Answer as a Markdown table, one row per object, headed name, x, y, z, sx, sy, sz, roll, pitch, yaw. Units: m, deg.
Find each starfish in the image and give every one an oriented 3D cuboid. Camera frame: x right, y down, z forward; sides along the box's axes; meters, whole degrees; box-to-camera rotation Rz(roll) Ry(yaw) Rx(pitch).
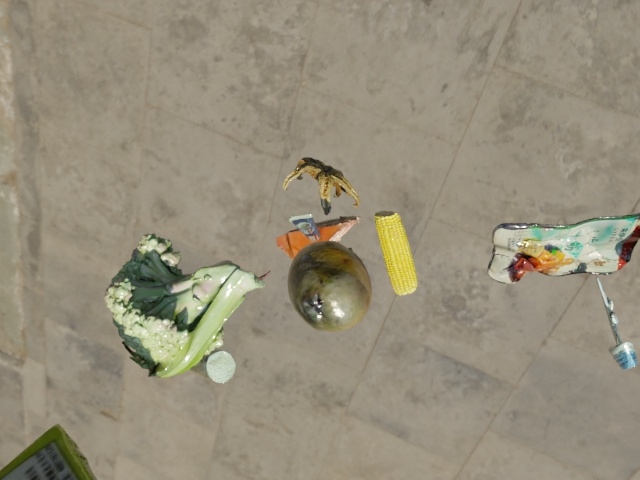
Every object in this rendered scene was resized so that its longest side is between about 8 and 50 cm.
| name | x | y | z | sx | sy | sz | roll | pitch | yaw |
| --- | --- | --- | --- | --- | --- | --- | --- | --- | --- |
| starfish | 0.012 | -0.128 | 1.503 | 0.190 | 0.146 | 0.074 | 26 | 120 | -5 |

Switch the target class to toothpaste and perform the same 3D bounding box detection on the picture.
| name | x | y | z | sx | sy | sz | roll | pitch | yaw |
| --- | --- | --- | --- | --- | --- | --- | --- | --- | --- |
| toothpaste | -0.020 | -0.020 | 1.014 | 0.037 | 0.140 | 0.021 | -9 | 75 | 7 |

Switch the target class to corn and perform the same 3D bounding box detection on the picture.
| name | x | y | z | sx | sy | sz | roll | pitch | yaw |
| --- | --- | --- | --- | --- | --- | --- | --- | --- | --- |
| corn | 0.215 | 0.034 | 1.781 | 0.081 | 0.081 | 0.248 | -9 | 105 | 28 |

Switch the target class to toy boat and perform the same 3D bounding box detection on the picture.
| name | x | y | z | sx | sy | sz | roll | pitch | yaw |
| --- | --- | --- | --- | --- | --- | --- | --- | --- | --- |
| toy boat | 0.451 | 0.136 | 0.984 | 0.034 | 0.149 | 0.105 | -22 | 141 | 11 |

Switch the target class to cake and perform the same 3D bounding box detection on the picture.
| name | x | y | z | sx | sy | sz | roll | pitch | yaw |
| --- | --- | --- | --- | --- | --- | --- | --- | --- | --- |
| cake | 0.004 | -0.001 | 1.825 | 0.287 | 0.098 | 0.135 | -22 | 81 | 38 |

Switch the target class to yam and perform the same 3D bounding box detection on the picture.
| name | x | y | z | sx | sy | sz | roll | pitch | yaw |
| --- | --- | --- | --- | --- | --- | --- | --- | --- | --- |
| yam | -0.244 | 0.268 | 1.389 | 0.068 | 0.068 | 0.169 | 54 | 154 | -16 |

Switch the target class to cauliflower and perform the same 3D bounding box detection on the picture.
| name | x | y | z | sx | sy | sz | roll | pitch | yaw |
| --- | --- | --- | --- | --- | --- | --- | --- | --- | --- |
| cauliflower | -0.229 | 0.108 | 1.118 | 0.315 | 0.239 | 0.256 | -28 | 127 | 4 |

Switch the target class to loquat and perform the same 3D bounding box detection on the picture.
| name | x | y | z | sx | sy | sz | roll | pitch | yaw |
| --- | --- | --- | --- | --- | --- | --- | --- | --- | --- |
| loquat | 0.021 | 0.098 | 1.328 | 0.179 | 0.227 | 0.179 | -5 | 125 | -7 |

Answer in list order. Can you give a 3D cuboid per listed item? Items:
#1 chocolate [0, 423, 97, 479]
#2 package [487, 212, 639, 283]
| name | x | y | z | sx | sy | sz | roll | pitch | yaw |
| --- | --- | --- | --- | --- | --- | --- | --- | --- | --- |
| chocolate | -0.331 | 0.459 | 0.874 | 0.301 | 0.137 | 0.289 | 24 | 131 | 49 |
| package | 0.375 | 0.017 | 0.981 | 0.232 | 0.040 | 0.166 | -2 | 145 | 2 |
